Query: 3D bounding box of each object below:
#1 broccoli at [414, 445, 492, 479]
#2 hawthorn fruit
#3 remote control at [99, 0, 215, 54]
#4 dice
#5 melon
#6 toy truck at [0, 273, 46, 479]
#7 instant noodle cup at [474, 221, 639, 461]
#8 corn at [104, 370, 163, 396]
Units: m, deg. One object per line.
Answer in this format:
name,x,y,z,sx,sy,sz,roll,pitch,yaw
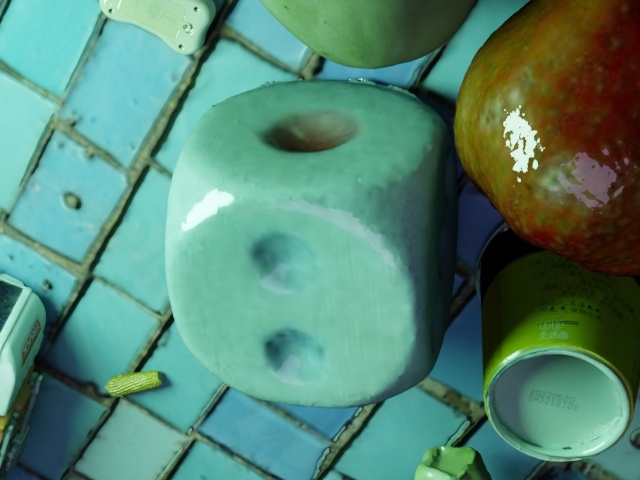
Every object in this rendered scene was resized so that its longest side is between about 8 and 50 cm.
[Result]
broccoli,0.189,0.387,1.574,0.293,0.348,0.280,-21,111,-23
hawthorn fruit,0.299,-0.145,1.189,0.285,0.284,0.369,35,116,-7
remote control,-0.175,-0.253,1.392,0.122,0.032,0.074,27,123,-3
dice,0.000,0.000,1.360,0.265,0.268,0.262,3,121,13
melon,0.035,-0.307,1.174,0.272,0.271,0.308,-5,147,18
toy truck,-0.474,0.208,1.676,0.207,0.173,0.387,20,127,-5
instant noodle cup,0.260,0.104,1.375,0.216,0.236,0.215,6,123,9
corn,-0.243,0.185,1.681,0.083,0.028,0.027,-12,111,17
